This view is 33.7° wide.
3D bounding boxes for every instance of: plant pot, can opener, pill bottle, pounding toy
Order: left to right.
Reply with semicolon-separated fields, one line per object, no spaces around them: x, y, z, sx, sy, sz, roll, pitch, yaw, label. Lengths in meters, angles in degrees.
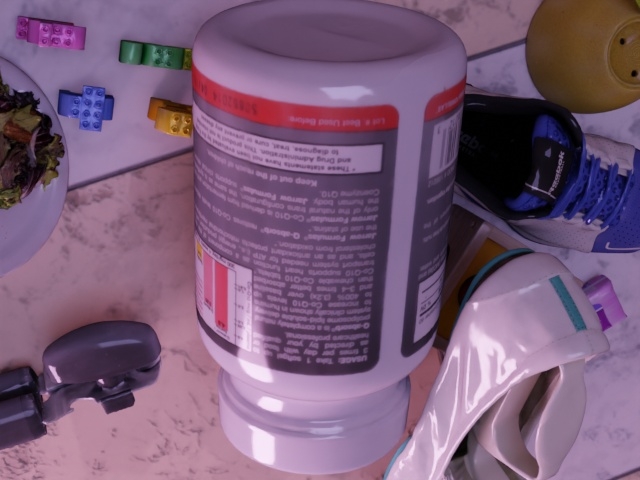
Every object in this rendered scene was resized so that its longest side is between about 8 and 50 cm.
-0.277;0.136;0.946;0.281;0.074;0.093;-20;125;-6;can opener
0.000;0.000;0.876;0.210;0.210;0.362;-4;118;-13;pill bottle
0.117;0.076;1.022;0.181;0.094;0.206;30;95;-20;pounding toy
0.274;-0.180;0.994;0.134;0.095;0.134;-3;105;-13;plant pot

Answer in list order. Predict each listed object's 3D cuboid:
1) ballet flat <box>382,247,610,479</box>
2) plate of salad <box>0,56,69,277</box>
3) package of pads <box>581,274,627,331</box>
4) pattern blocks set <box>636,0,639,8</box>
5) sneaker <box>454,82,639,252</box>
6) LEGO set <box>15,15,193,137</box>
0.149;0.186;0.951;0.139;0.139;0.400;2;132;-15;ballet flat
-0.288;-0.062;0.865;0.200;0.048;0.199;-1;91;-44;plate of salad
0.272;0.078;1.095;0.083;0.032;0.050;-31;108;-5;package of pads
0.379;-0.299;0.974;0.285;0.026;0.324;-46;110;-22;pattern blocks set
0.203;-0.055;0.963;0.316;0.182;0.127;21;100;-18;sneaker
-0.145;-0.130;0.901;0.227;0.093;0.087;5;103;-16;LEGO set
